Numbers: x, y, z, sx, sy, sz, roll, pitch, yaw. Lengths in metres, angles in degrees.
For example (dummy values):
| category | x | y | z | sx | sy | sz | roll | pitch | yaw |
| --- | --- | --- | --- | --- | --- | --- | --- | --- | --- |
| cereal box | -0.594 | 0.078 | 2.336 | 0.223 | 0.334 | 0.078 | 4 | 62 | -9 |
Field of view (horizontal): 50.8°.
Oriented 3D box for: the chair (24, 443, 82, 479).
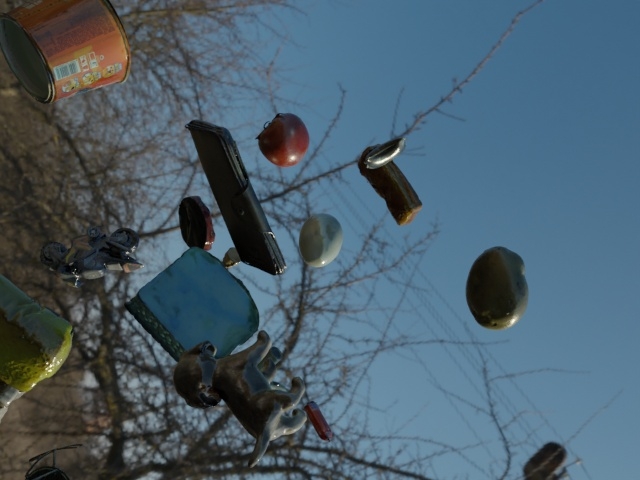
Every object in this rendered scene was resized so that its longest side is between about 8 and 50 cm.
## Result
| category | x | y | z | sx | sy | sz | roll | pitch | yaw |
| --- | --- | --- | --- | --- | --- | --- | --- | --- | --- |
| chair | -0.782 | 0.704 | 1.916 | 0.325 | 0.160 | 0.170 | 57 | 13 | -87 |

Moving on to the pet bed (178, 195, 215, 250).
| category | x | y | z | sx | sy | sz | roll | pitch | yaw |
| --- | --- | --- | --- | --- | --- | --- | --- | --- | --- |
| pet bed | -0.413 | -0.054 | 2.224 | 0.201 | 0.054 | 0.201 | 21 | -62 | 48 |

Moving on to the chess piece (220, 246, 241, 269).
| category | x | y | z | sx | sy | sz | roll | pitch | yaw |
| --- | --- | --- | --- | --- | --- | --- | --- | --- | --- |
| chess piece | -0.315 | 0.089 | 2.151 | 0.172 | 0.060 | 0.060 | -42 | -117 | 38 |

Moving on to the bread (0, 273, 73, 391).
| category | x | y | z | sx | sy | sz | roll | pitch | yaw |
| --- | --- | --- | --- | --- | --- | --- | --- | --- | --- |
| bread | -0.674 | 0.141 | 1.326 | 0.384 | 0.166 | 0.112 | 36 | -4 | 1 |

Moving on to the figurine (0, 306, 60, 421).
| category | x | y | z | sx | sy | sz | roll | pitch | yaw |
| --- | --- | --- | --- | --- | --- | --- | --- | --- | --- |
| figurine | -0.688 | 0.273 | 1.499 | 0.143 | 0.308 | 0.308 | 36 | 12 | -47 |

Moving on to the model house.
| category | x | y | z | sx | sy | sz | roll | pitch | yaw |
| --- | --- | --- | --- | --- | --- | --- | --- | --- | --- |
| model house | -0.326 | 0.193 | 1.665 | 0.261 | 0.226 | 0.241 | 49 | -40 | -5 |

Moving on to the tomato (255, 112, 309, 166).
| category | x | y | z | sx | sy | sz | roll | pitch | yaw |
| --- | --- | --- | --- | --- | --- | --- | --- | --- | --- |
| tomato | -0.107 | -0.298 | 2.019 | 0.167 | 0.167 | 0.167 | 42 | -40 | 51 |

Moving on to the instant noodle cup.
| category | x | y | z | sx | sy | sz | roll | pitch | yaw |
| --- | --- | --- | --- | --- | --- | --- | --- | --- | --- |
| instant noodle cup | -0.648 | -0.489 | 1.683 | 0.296 | 0.214 | 0.296 | 32 | -38 | 29 |

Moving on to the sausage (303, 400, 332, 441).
| category | x | y | z | sx | sy | sz | roll | pitch | yaw |
| --- | --- | --- | --- | --- | --- | --- | --- | --- | --- |
| sausage | -0.001 | 0.532 | 1.955 | 0.145 | 0.048 | 0.050 | 51 | -21 | 49 |

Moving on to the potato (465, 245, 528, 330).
| category | x | y | z | sx | sy | sz | roll | pitch | yaw |
| --- | --- | --- | --- | --- | --- | --- | --- | --- | --- |
| potato | 0.492 | 0.132 | 1.874 | 0.178 | 0.160 | 0.234 | 11 | -79 | 25 |

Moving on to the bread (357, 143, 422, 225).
| category | x | y | z | sx | sy | sz | roll | pitch | yaw |
| --- | --- | --- | --- | --- | --- | --- | --- | --- | --- |
| bread | 0.216 | -0.175 | 2.160 | 0.270 | 0.077 | 0.139 | 58 | -28 | 16 |

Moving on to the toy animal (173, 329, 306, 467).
| category | x | y | z | sx | sy | sz | roll | pitch | yaw |
| --- | --- | --- | --- | --- | --- | --- | --- | --- | --- |
| toy animal | -0.131 | 0.251 | 1.140 | 0.233 | 0.169 | 0.121 | 36 | -36 | 29 |

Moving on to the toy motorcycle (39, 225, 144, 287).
| category | x | y | z | sx | sy | sz | roll | pitch | yaw |
| --- | --- | --- | --- | --- | --- | --- | --- | --- | --- |
| toy motorcycle | -0.709 | 0.056 | 2.088 | 0.108 | 0.308 | 0.173 | 94 | -17 | -62 |

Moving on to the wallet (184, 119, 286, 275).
| category | x | y | z | sx | sy | sz | roll | pitch | yaw |
| --- | --- | --- | --- | --- | --- | --- | --- | --- | --- |
| wallet | -0.161 | -0.076 | 1.294 | 0.172 | 0.045 | 0.317 | 24 | -41 | 53 |

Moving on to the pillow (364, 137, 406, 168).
| category | x | y | z | sx | sy | sz | roll | pitch | yaw |
| --- | --- | --- | --- | --- | --- | --- | --- | --- | --- |
| pillow | 0.186 | -0.248 | 1.922 | 0.091 | 0.136 | 0.055 | 55 | 11 | -54 |

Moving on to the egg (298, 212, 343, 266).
| category | x | y | z | sx | sy | sz | roll | pitch | yaw |
| --- | --- | --- | --- | --- | --- | --- | --- | --- | --- |
| egg | 0.000 | 0.000 | 2.308 | 0.151 | 0.151 | 0.209 | 107 | -4 | -50 |

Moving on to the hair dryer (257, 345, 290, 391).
| category | x | y | z | sx | sy | sz | roll | pitch | yaw |
| --- | --- | --- | --- | --- | --- | --- | --- | --- | --- |
| hair dryer | -0.136 | 0.389 | 1.962 | 0.229 | 0.267 | 0.092 | -56 | -141 | 38 |
